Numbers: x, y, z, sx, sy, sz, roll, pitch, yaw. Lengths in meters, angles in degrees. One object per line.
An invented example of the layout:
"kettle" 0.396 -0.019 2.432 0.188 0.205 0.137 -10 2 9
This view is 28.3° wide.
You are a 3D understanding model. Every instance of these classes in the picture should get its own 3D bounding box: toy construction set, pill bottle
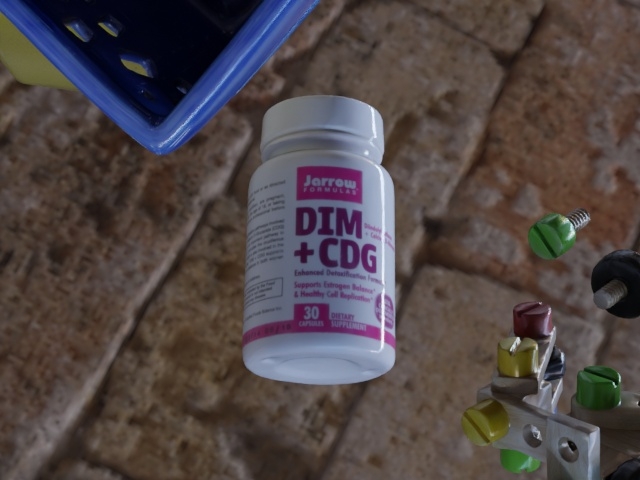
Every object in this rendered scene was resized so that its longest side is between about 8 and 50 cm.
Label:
"toy construction set" 0.198 0.187 1.061 0.237 0.257 0.309 -29 147 -42
"pill bottle" 0.000 0.000 1.356 0.160 0.160 0.283 108 -17 -70

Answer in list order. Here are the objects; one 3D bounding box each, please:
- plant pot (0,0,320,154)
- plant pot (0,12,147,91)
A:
"plant pot" -0.096 -0.233 0.921 0.236 0.236 0.212 -47 179 18
"plant pot" -0.231 -0.258 1.284 0.187 0.212 0.212 118 -23 -61
